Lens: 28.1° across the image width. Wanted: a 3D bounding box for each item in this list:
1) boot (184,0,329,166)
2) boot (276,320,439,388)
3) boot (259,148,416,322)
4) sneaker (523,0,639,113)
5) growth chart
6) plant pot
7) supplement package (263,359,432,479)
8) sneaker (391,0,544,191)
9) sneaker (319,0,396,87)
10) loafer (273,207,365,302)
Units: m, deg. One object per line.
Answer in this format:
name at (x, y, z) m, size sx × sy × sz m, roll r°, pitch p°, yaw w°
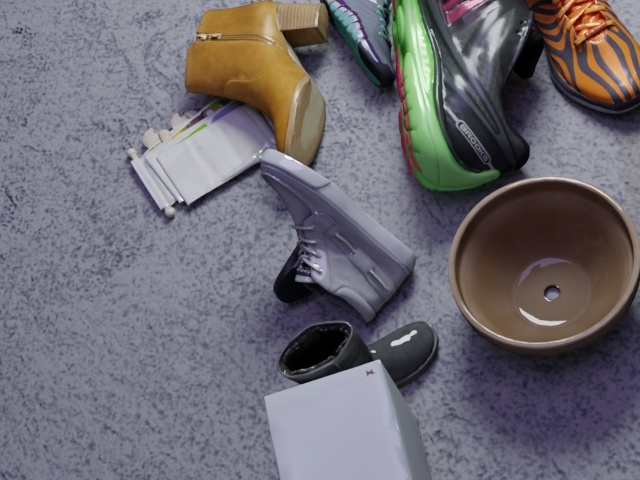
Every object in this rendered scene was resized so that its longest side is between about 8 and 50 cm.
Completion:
boot at (-0.103, -0.224, 1.887) m, size 0.211 × 0.104 × 0.295 m, roll -4°, pitch 62°, yaw 20°
boot at (0.051, 0.135, 1.586) m, size 0.189 × 0.208 × 0.076 m, roll -37°, pitch 59°, yaw -3°
boot at (0.000, 0.000, 1.678) m, size 0.258 × 0.095 × 0.123 m, roll 38°, pitch 80°, yaw -14°
sneaker at (0.339, -0.325, 1.753) m, size 0.124 × 0.180 × 0.321 m, roll -31°, pitch 58°, yaw 1°
growth chart at (-0.168, -0.138, 1.916) m, size 0.237 × 0.021 × 0.172 m, roll -28°, pitch 58°, yaw 3°
plant pot at (0.288, 0.046, 1.615) m, size 0.237 × 0.110 × 0.237 m, roll -8°, pitch 61°, yaw 15°
supplement package at (0.047, 0.282, 1.514) m, size 0.149 × 0.203 × 0.194 m, roll -18°, pitch 58°, yaw 8°
sneaker at (0.204, -0.301, 1.789) m, size 0.202 × 0.185 × 0.483 m, roll -2°, pitch 79°, yaw -2°
sneaker at (0.077, -0.326, 1.901) m, size 0.098 × 0.083 × 0.223 m, roll -28°, pitch 57°, yaw -3°
loafer at (-0.007, 0.016, 1.766) m, size 0.170 × 0.062 × 0.061 m, roll -45°, pitch 36°, yaw -13°
